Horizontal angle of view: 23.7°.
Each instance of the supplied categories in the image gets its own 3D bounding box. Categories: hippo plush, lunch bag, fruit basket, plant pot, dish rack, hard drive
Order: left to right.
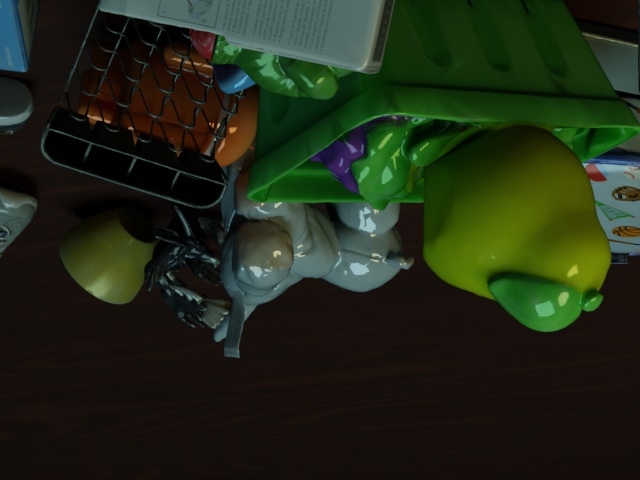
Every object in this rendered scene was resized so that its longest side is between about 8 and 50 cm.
[{"bbox_3d":[-0.285,0.008,2.145,0.134,0.134,0.095,25,122,-37],"label":"plant pot"},{"bbox_3d":[-0.158,-0.182,1.609,0.208,0.074,0.271,17,119,-20],"label":"dish rack"},{"bbox_3d":[0.000,0.000,1.898,0.236,0.294,0.234,0,-173,-12],"label":"hippo plush"},{"bbox_3d":[0.143,-0.064,1.522,0.392,0.392,0.283,20,151,-30],"label":"fruit basket"},{"bbox_3d":[0.299,-0.069,1.859,0.243,0.115,0.303,1,156,11],"label":"lunch bag"},{"bbox_3d":[0.309,-0.202,1.677,0.135,0.022,0.094,10,155,-12],"label":"hard drive"}]

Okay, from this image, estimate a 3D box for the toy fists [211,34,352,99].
[{"bbox_3d":[-0.001,-0.263,1.337,0.142,0.279,0.096,11,-172,-7],"label":"toy fists"}]

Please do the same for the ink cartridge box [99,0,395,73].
[{"bbox_3d":[-0.041,-0.296,1.264,0.239,0.275,0.060,14,-171,15],"label":"ink cartridge box"}]

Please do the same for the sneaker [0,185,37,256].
[{"bbox_3d":[-0.478,0.005,2.161,0.105,0.115,0.281,16,153,-23],"label":"sneaker"}]

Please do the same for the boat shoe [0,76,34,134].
[{"bbox_3d":[-0.463,-0.168,1.843,0.228,0.080,0.076,3,155,-14],"label":"boat shoe"}]

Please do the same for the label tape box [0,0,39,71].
[{"bbox_3d":[-0.463,-0.287,1.535,0.334,0.106,0.240,6,154,-3],"label":"label tape box"}]

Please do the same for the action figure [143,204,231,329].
[{"bbox_3d":[-0.166,0.031,2.123,0.141,0.164,0.275,23,165,3],"label":"action figure"}]

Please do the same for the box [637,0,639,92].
[{"bbox_3d":[0.409,-0.235,1.264,0.295,0.293,0.073,9,156,-9],"label":"box"}]

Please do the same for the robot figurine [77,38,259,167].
[{"bbox_3d":[-0.164,-0.154,1.748,0.219,0.158,0.128,14,-169,-18],"label":"robot figurine"}]

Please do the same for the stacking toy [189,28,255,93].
[{"bbox_3d":[-0.135,-0.297,1.427,0.302,0.166,0.175,37,108,-26],"label":"stacking toy"}]
